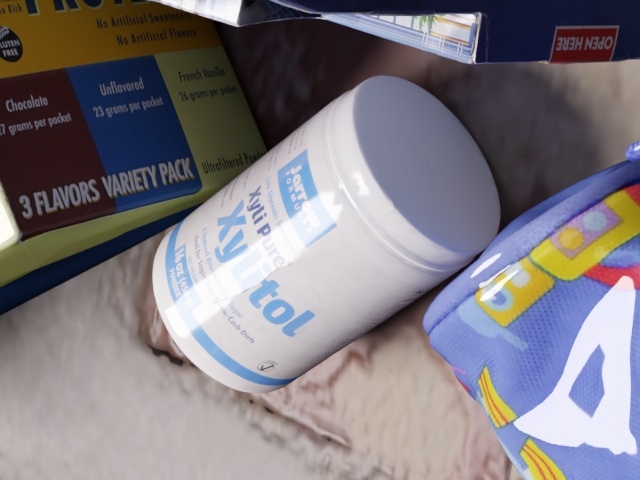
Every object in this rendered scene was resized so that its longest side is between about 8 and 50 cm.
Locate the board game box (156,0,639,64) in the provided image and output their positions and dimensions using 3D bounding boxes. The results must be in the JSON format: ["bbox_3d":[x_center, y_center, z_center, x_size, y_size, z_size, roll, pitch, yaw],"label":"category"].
[{"bbox_3d":[-0.016,-0.103,0.514,0.194,0.194,0.060,24,113,44],"label":"board game box"}]

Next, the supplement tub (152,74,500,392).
[{"bbox_3d":[0.000,0.000,0.572,0.107,0.071,0.071,-37,78,35],"label":"supplement tub"}]

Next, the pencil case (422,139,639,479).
[{"bbox_3d":[0.160,0.101,0.450,0.306,0.119,0.133,53,136,14],"label":"pencil case"}]

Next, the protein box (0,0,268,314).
[{"bbox_3d":[-0.161,-0.072,0.629,0.199,0.136,0.201,-25,86,37],"label":"protein box"}]
